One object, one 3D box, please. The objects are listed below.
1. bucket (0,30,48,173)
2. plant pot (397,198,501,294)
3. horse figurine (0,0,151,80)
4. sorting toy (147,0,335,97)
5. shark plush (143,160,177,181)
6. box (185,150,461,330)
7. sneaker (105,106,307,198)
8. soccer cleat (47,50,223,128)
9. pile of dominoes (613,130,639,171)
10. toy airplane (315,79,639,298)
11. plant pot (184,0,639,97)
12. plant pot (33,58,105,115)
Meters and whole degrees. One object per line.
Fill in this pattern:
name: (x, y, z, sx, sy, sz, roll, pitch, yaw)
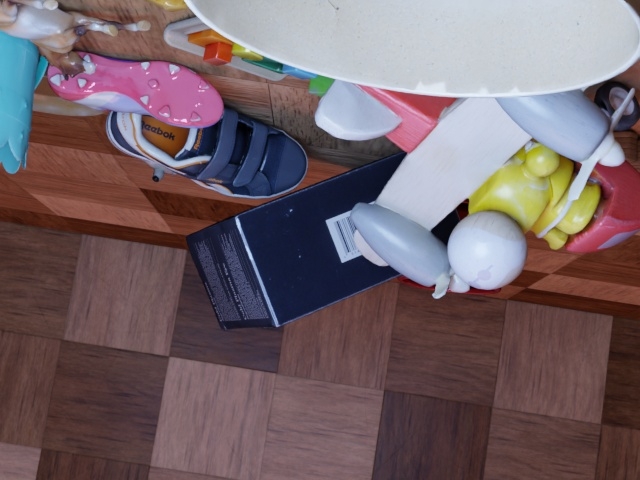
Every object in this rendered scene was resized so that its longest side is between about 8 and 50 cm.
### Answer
bucket: (-0.487, -0.204, 1.445, 0.281, 0.183, 0.281, 9, 172, 1)
plant pot: (0.245, 0.002, 2.076, 0.191, 0.174, 0.191, 9, 171, 1)
horse figurine: (-0.326, -0.259, 1.302, 0.174, 0.066, 0.263, 1, 169, 38)
sorting toy: (-0.070, -0.222, 1.341, 0.348, 0.047, 0.196, 15, 170, -33)
shark plush: (-0.284, -0.158, 2.081, 0.067, 0.073, 0.161, 26, -162, 16)
box: (0.000, 0.000, 1.819, 0.343, 0.179, 0.312, -22, -178, -21)
sneaker: (-0.157, -0.140, 1.716, 0.321, 0.126, 0.127, 12, 174, -21)
soccer cleat: (-0.249, -0.203, 1.551, 0.248, 0.083, 0.095, 12, 172, 2)
pile of dominoes: (0.471, -0.116, 1.603, 0.196, 0.040, 0.251, 1, 177, 40)
toy airplane: (0.169, -0.080, 1.265, 0.384, 0.272, 0.386, -6, 149, 21)
plant pot: (0.069, -0.222, 0.711, 0.284, 0.191, 0.284, 9, 171, 1)
plant pot: (-0.431, -0.234, 1.696, 0.236, 0.032, 0.236, 9, 172, 1)
